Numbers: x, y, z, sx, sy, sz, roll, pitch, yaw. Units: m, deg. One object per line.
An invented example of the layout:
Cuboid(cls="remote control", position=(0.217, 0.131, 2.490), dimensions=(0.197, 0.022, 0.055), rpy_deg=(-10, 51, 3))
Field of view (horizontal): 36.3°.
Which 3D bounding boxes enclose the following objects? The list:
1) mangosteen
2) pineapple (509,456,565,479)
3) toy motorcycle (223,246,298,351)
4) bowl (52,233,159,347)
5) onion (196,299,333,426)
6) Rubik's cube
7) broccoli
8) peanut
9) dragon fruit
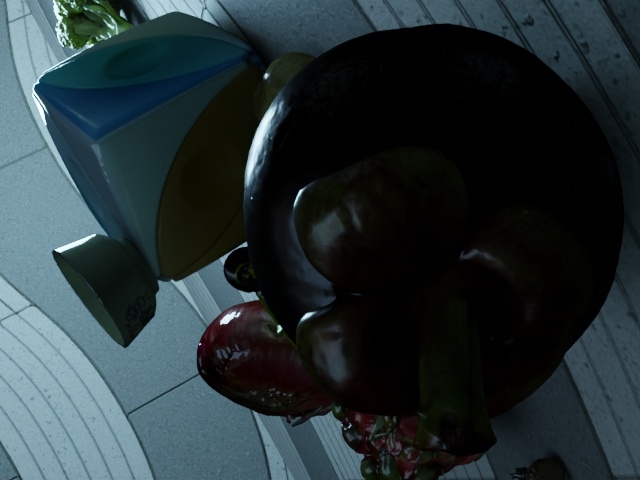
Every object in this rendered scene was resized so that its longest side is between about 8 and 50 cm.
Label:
Cuboid(cls="mangosteen", position=(0.092, 0.002, 0.921), dimensions=(0.382, 0.435, 0.382), rpy_deg=(9, 123, 15))
Cuboid(cls="pineapple", position=(0.318, 0.345, 1.433), dimensions=(0.058, 0.058, 0.124), rpy_deg=(59, 171, 7))
Cuboid(cls="toy motorcycle", position=(-0.009, 0.113, 1.802), dimensions=(0.342, 0.206, 0.142), rpy_deg=(52, -157, -19))
Cuboid(cls="bowl", position=(-0.353, 0.072, 1.675), dimensions=(0.211, 0.112, 0.211), rpy_deg=(46, 159, 23))
Cuboid(cls="onion", position=(-0.081, 0.222, 2.053), dimensions=(0.348, 0.285, 0.347), rpy_deg=(11, 151, 6))
Cuboid(cls="Rubik's cube", position=(-0.276, -0.179, 1.788), dimensions=(0.351, 0.347, 0.352), rpy_deg=(40, 155, 45))
Cuboid(cls="broccoli", position=(-0.523, -0.483, 2.320), dimensions=(0.302, 0.186, 0.254), rpy_deg=(63, 157, 12))
Cuboid(cls="peanut", position=(-0.045, -0.226, 1.500), dimensions=(0.229, 0.103, 0.098), rpy_deg=(155, 128, -73))
Cuboid(cls="dragon fruit", position=(0.137, 0.249, 1.490), dimensions=(0.302, 0.237, 0.231), rpy_deg=(-105, 0, -80))
